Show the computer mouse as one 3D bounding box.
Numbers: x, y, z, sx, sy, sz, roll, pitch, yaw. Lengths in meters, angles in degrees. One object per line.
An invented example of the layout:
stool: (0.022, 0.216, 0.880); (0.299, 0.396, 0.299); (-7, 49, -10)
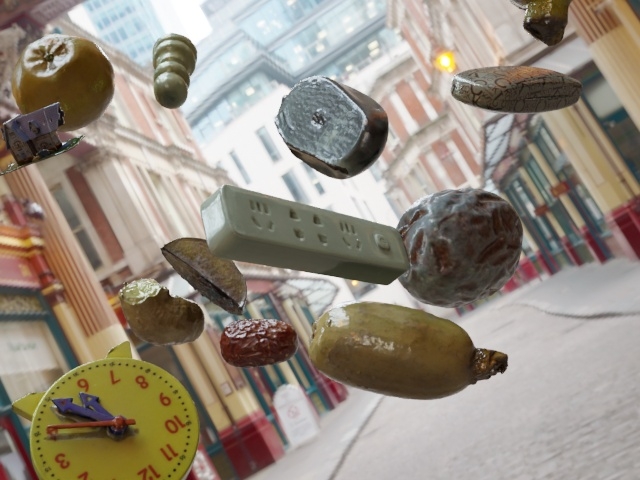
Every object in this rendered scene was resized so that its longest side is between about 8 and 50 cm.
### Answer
computer mouse: (0.032, -0.241, 1.665); (0.114, 0.374, 0.203); (25, -78, -39)

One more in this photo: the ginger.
ginger: (-0.369, 0.181, 1.804); (0.138, 0.152, 0.267); (-8, -31, 25)

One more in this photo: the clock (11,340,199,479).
clock: (-0.345, 0.316, 1.282); (0.277, 0.293, 0.071); (-36, -19, -38)

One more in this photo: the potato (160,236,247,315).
potato: (-0.267, 0.080, 1.897); (0.100, 0.261, 0.120); (-50, -8, -23)

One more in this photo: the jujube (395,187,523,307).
jujube: (0.275, 0.016, 1.524); (0.308, 0.215, 0.246); (-26, -42, -43)

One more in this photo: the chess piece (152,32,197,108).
chess piece: (-0.415, -0.459, 2.119); (0.133, 0.243, 0.133); (-2, -45, -2)

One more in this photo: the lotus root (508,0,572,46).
lotus root: (0.263, -0.395, 0.951); (0.142, 0.313, 0.169); (-15, -3, 19)

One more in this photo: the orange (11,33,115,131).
orange: (-0.695, -0.428, 2.053); (0.279, 0.279, 0.235); (-29, -35, -3)

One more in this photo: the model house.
model house: (-0.558, -0.201, 1.471); (0.167, 0.088, 0.117); (-18, 22, 10)

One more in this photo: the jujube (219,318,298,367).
jujube: (-0.138, 0.232, 1.724); (0.176, 0.112, 0.109); (-4, -16, 5)

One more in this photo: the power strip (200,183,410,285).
power strip: (0.000, 0.000, 1.126); (0.385, 0.091, 0.062); (12, -39, -42)

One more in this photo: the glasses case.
glasses case: (0.406, -0.309, 1.553); (0.355, 0.137, 0.085); (-13, -57, -42)

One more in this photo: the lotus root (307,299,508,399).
lotus root: (0.146, 0.197, 1.298); (0.343, 0.151, 0.169); (12, -30, 6)
